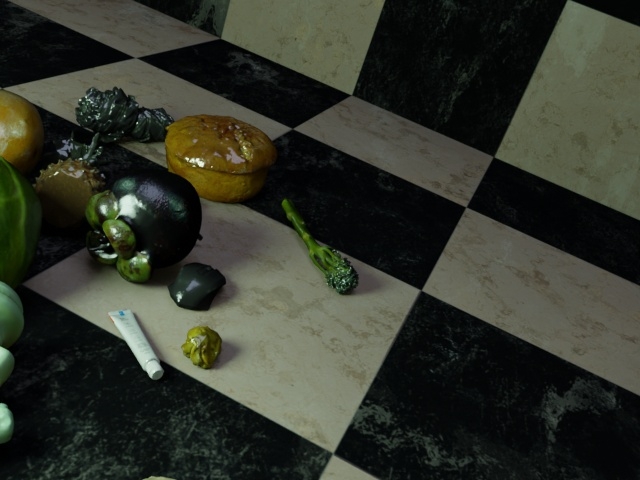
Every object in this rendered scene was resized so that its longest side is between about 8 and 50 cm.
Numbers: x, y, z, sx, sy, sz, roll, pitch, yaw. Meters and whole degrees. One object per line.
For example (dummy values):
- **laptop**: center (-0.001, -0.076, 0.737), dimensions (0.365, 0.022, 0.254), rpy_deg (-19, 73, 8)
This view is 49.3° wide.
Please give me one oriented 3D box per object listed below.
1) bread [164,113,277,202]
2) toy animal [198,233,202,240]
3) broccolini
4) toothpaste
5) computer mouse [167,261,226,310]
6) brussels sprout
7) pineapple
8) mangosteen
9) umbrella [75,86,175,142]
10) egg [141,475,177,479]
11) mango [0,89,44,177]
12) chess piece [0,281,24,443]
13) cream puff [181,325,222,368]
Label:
- **bread**: center (-0.271, -0.227, 1.894), dimensions (0.312, 0.172, 0.312), rpy_deg (11, 31, -7)
- **toy animal**: center (-0.355, -0.084, 1.671), dimensions (0.148, 0.084, 0.233), rpy_deg (1, 30, -33)
- **broccolini**: center (-0.003, 0.005, 1.772), dimensions (0.074, 0.079, 0.392), rpy_deg (52, 3, -40)
- **toothpaste**: center (-0.333, 0.184, 1.268), dimensions (0.048, 0.031, 0.190), rpy_deg (-7, 34, -36)
- **computer mouse**: center (-0.254, 0.085, 1.461), dimensions (0.099, 0.057, 0.172), rpy_deg (27, 27, 6)
- **brussels sprout**: center (-0.676, -0.046, 1.200), dimensions (0.371, 0.315, 0.276), rpy_deg (12, 5, -4)
- **pineapple**: center (-0.568, -0.149, 1.605), dimensions (0.165, 0.165, 0.364), rpy_deg (10, 21, -19)
- **mangosteen**: center (-0.367, -0.035, 1.447), dimensions (0.243, 0.243, 0.243), rpy_deg (15, 28, -9)
- **umbrella**: center (-0.518, -0.351, 1.966), dimensions (0.336, 0.154, 0.128), rpy_deg (-7, 20, -43)
- **egg**: center (-0.192, 0.389, 0.758), dimensions (0.310, 0.279, 0.279), rpy_deg (11, 27, 10)
- **mango**: center (-0.728, -0.238, 1.568), dimensions (0.199, 0.221, 0.384), rpy_deg (51, 10, -28)
- **chess piece**: center (-0.529, 0.203, 1.007), dimensions (0.176, 0.176, 0.298), rpy_deg (8, 44, -22)
- **cream puff**: center (-0.217, 0.192, 1.293), dimensions (0.083, 0.058, 0.083), rpy_deg (40, 32, 29)
